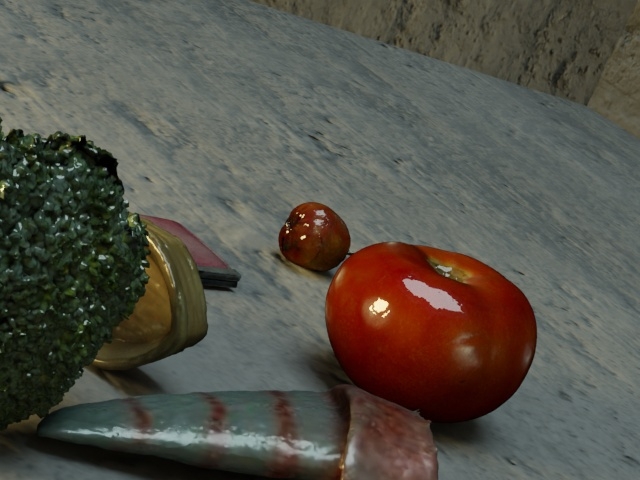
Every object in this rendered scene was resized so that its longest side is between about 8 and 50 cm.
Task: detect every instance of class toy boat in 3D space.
[{"bbox_3d":[-0.063,0.143,1.165,0.282,0.096,0.206,7,15,-12],"label":"toy boat"},{"bbox_3d":[-0.161,0.035,1.275,0.188,0.116,0.061,32,11,30],"label":"toy boat"}]

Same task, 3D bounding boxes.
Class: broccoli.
[{"bbox_3d":[-0.296,-0.029,1.080,0.361,0.221,0.252,25,18,7],"label":"broccoli"}]

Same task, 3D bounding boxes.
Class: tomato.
[{"bbox_3d":[0.095,0.082,1.449,0.195,0.136,0.195,19,17,-6],"label":"tomato"}]

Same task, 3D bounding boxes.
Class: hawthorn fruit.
[{"bbox_3d":[-0.005,-0.003,1.706,0.077,0.077,0.077,22,16,-7],"label":"hawthorn fruit"}]

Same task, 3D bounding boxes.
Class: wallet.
[{"bbox_3d":[-0.192,0.001,1.502,0.232,0.025,0.119,8,21,-46],"label":"wallet"}]
